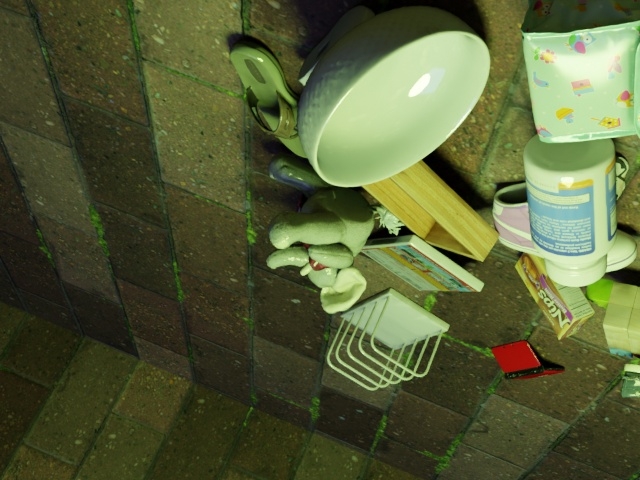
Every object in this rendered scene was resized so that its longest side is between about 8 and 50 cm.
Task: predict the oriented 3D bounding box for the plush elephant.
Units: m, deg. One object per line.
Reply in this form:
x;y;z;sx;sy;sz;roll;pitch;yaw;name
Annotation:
0.000;0.000;2.079;0.330;0.271;0.255;10;132;-22;plush elephant

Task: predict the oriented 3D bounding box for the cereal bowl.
0.101;-0.251;1.558;0.141;0.339;0.339;57;165;26;cereal bowl

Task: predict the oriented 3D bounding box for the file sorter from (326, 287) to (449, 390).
0.166;0.275;2.531;0.193;0.173;0.278;33;152;-14;file sorter

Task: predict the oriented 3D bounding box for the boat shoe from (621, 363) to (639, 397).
0.744;0.318;1.967;0.255;0.079;0.095;15;173;-8;boat shoe

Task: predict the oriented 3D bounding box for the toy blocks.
0.742;0.201;1.948;0.381;0.190;0.261;11;161;25;toy blocks

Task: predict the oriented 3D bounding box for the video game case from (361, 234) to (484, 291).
0.222;0.056;2.182;0.204;0.025;0.285;34;167;-17;video game case

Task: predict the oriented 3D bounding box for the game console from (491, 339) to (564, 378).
0.534;0.307;2.455;0.124;0.085;0.144;3;165;-29;game console

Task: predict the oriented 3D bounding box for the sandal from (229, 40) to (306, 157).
-0.100;-0.264;1.891;0.120;0.086;0.303;3;145;37;sandal

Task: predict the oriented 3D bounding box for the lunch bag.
0.435;-0.264;1.373;0.262;0.160;0.223;1;141;20;lunch bag

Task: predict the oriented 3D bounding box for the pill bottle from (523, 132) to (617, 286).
0.442;-0.054;1.677;0.152;0.152;0.272;10;134;28;pill bottle

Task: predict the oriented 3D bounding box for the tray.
0.155;-0.117;1.873;0.411;0.076;0.203;38;171;-31;tray

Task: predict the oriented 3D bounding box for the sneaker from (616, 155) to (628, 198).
0.523;-0.108;1.695;0.040;0.043;0.109;12;149;28;sneaker

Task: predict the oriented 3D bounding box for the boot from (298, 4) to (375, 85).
0.065;-0.318;1.676;0.123;0.095;0.258;25;161;-17;boot

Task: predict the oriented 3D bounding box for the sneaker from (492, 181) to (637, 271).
0.461;-0.031;1.825;0.282;0.102;0.161;12;147;24;sneaker

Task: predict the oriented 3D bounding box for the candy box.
0.481;0.100;1.970;0.109;0.053;0.186;103;145;-63;candy box
